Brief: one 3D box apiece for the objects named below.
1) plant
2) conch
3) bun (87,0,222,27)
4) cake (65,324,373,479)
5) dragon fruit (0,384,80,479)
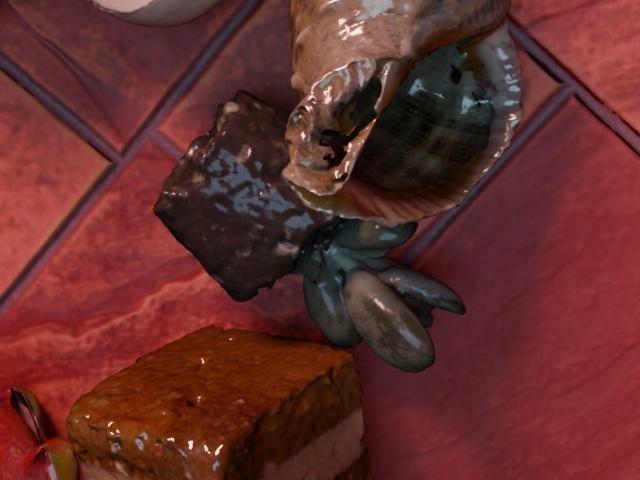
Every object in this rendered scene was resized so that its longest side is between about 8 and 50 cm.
[{"bbox_3d":[-0.001,-0.002,0.824,0.274,0.146,0.149,38,124,-7],"label":"plant"},{"bbox_3d":[0.049,-0.145,0.766,0.291,0.159,0.210,-52,136,-15],"label":"conch"},{"bbox_3d":[-0.120,-0.255,0.770,0.172,0.119,0.173,11,108,36],"label":"bun"},{"bbox_3d":[-0.074,0.240,0.842,0.196,0.198,0.293,4,112,34],"label":"cake"},{"bbox_3d":[-0.362,0.223,0.867,0.307,0.243,0.228,10,144,-2],"label":"dragon fruit"}]
